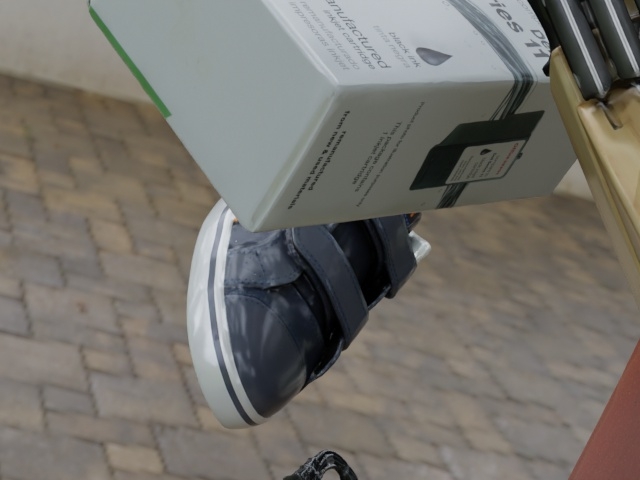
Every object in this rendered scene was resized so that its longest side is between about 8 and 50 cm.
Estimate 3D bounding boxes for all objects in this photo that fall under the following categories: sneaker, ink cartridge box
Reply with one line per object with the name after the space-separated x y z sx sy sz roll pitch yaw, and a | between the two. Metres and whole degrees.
0.000 0.000 1.121 0.127 0.126 0.321 -11 33 20 | sneaker
0.022 -0.092 0.745 0.208 0.087 0.153 -8 51 -45 | ink cartridge box

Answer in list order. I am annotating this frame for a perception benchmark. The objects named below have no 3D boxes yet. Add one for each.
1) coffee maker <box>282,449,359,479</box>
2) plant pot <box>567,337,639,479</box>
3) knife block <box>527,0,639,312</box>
-0.023 0.203 0.865 0.178 0.171 0.120 -18 1 36 | coffee maker
0.286 0.214 0.945 0.267 0.267 0.236 19 42 3 | plant pot
0.144 -0.042 0.610 0.088 0.276 0.242 -22 41 7 | knife block
